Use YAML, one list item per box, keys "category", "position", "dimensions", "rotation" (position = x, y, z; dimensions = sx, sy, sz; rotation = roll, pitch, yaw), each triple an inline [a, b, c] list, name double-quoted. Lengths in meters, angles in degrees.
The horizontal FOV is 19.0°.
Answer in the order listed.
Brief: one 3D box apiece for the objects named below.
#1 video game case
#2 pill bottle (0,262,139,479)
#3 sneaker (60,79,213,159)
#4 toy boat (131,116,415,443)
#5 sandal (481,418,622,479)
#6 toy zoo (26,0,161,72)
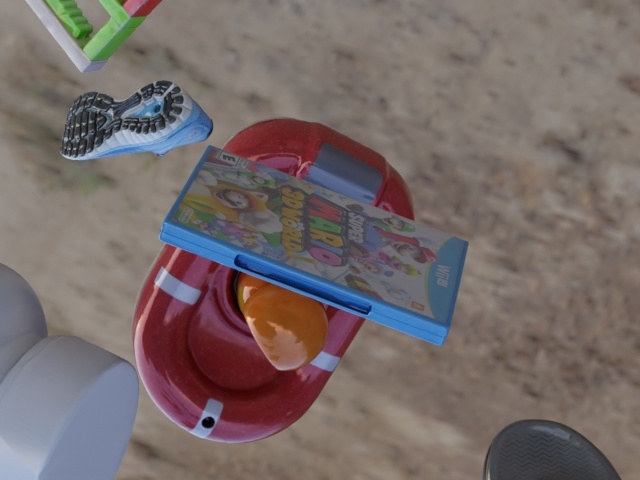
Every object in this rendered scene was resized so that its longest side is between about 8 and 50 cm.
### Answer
- category: "video game case"
  position: [0.000, 0.000, 1.088]
  dimensions: [0.166, 0.015, 0.119]
  rotation: [21, -155, 0]
- category: "pill bottle"
  position: [-0.262, 0.067, 1.077]
  dimensions: [0.301, 0.169, 0.169]
  rotation: [23, 167, 14]
- category: "sneaker"
  position: [-0.161, -0.092, 1.668]
  dimensions: [0.162, 0.063, 0.073]
  rotation: [-4, 158, 39]
- category: "toy boat"
  position: [-0.032, 0.040, 1.295]
  dimensions: [0.151, 0.231, 0.151]
  rotation: [26, -163, -17]
- category: "sandal"
  position: [0.148, 0.193, 1.063]
  dimensions: [0.090, 0.219, 0.060]
  rotation: [0, 146, -10]
- category: "toy zoo"
  position: [-0.158, -0.306, 1.573]
  dimensions: [0.192, 0.293, 0.030]
  rotation: [52, -153, 10]
